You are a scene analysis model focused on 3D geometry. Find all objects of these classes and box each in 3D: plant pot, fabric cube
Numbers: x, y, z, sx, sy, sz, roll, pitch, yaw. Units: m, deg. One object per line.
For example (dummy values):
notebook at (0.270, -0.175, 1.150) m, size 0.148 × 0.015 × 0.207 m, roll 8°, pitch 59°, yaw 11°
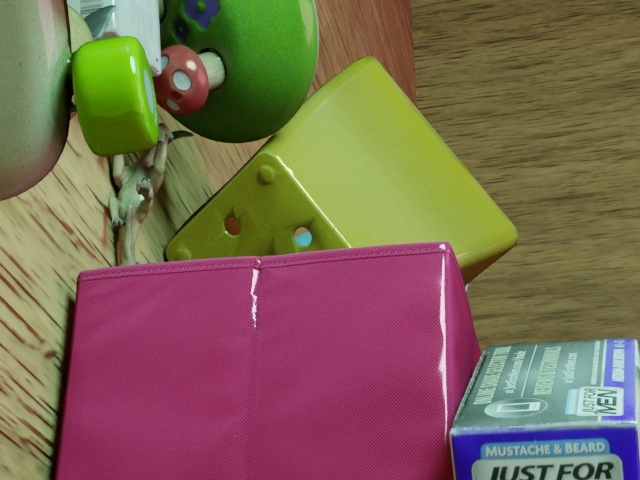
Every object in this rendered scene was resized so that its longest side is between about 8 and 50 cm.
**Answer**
plant pot at (0.000, 0.000, 1.140) m, size 0.212 × 0.212 × 0.187 m, roll 51°, pitch 30°, yaw 6°
fabric cube at (-0.018, 0.180, 0.902) m, size 0.254 × 0.259 × 0.258 m, roll 67°, pitch 22°, yaw -59°

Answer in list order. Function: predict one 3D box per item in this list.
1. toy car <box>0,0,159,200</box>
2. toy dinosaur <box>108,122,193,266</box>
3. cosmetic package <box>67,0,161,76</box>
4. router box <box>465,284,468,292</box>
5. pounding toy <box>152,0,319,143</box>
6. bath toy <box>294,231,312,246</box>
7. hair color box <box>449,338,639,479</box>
toy car at (-0.157, -0.103, 0.654) m, size 0.188 × 0.155 × 0.149 m, roll -93°, pitch 174°, yaw -78°
toy dinosaur at (-0.136, -0.045, 1.014) m, size 0.093 × 0.053 × 0.183 m, roll 96°, pitch 3°, yaw -49°
cosmetic package at (-0.158, -0.238, 0.941) m, size 0.099 × 0.060 × 0.239 m, roll 39°, pitch 46°, yaw -72°
router box at (0.075, 0.251, 1.466) m, size 0.335 × 0.082 × 0.301 m, roll -70°, pitch 170°, yaw -45°
pounding toy at (-0.102, -0.178, 1.005) m, size 0.110 × 0.183 × 0.237 m, roll -24°, pitch 124°, yaw -47°
bath toy at (0.056, 0.107, 1.685) m, size 0.348 × 0.129 × 0.151 m, roll 62°, pitch 24°, yaw -65°
hair color box at (0.152, 0.244, 0.807) m, size 0.185 × 0.110 × 0.339 m, roll -38°, pitch 121°, yaw -74°
